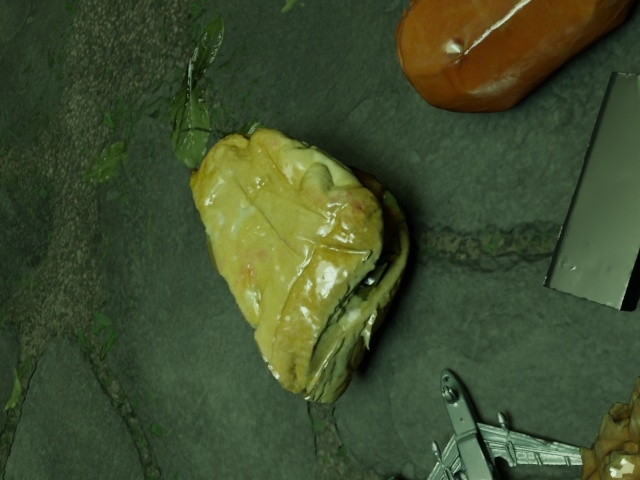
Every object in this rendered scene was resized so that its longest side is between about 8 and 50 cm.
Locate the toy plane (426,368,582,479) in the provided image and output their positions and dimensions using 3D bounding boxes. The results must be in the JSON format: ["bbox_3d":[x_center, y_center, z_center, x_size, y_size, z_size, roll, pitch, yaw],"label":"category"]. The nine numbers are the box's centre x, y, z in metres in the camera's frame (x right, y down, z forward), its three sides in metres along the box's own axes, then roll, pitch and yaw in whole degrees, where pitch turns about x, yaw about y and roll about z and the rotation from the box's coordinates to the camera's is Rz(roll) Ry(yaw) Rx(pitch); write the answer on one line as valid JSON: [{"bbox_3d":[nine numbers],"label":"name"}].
[{"bbox_3d":[0.164,0.231,0.785,0.226,0.058,0.226,-27,66,15],"label":"toy plane"}]

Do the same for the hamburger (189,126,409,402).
[{"bbox_3d":[0.000,-0.002,0.887,0.209,0.162,0.330,-40,58,24],"label":"hamburger"}]

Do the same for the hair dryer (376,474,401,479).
[{"bbox_3d":[-0.002,0.391,0.875,0.244,0.116,0.302,19,83,38],"label":"hair dryer"}]

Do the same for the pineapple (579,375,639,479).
[{"bbox_3d":[0.371,0.123,0.565,0.357,0.223,0.223,-47,56,1],"label":"pineapple"}]

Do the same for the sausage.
[{"bbox_3d":[0.200,-0.237,0.780,0.268,0.141,0.153,-35,63,28],"label":"sausage"}]

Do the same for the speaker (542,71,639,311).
[{"bbox_3d":[0.287,-0.047,0.742,0.082,0.044,0.218,18,94,39],"label":"speaker"}]
